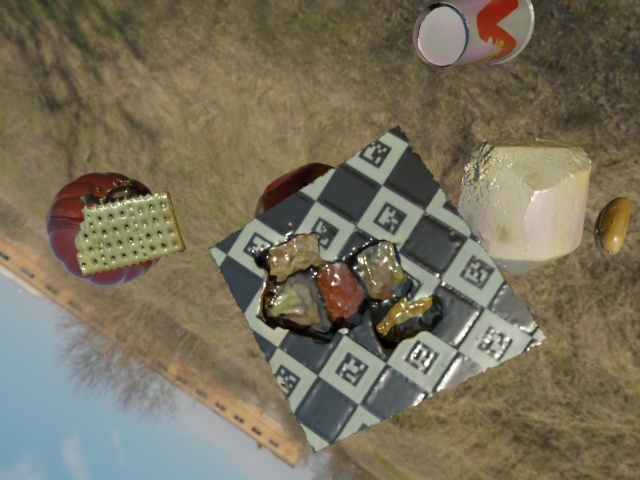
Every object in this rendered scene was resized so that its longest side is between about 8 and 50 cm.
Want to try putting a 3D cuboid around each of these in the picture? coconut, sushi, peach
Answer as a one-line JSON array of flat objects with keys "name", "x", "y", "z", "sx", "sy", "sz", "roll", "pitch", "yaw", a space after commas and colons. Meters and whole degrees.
[{"name": "coconut", "x": 0.457, "y": -0.073, "z": 1.331, "sx": 0.298, "sy": 0.298, "sz": 0.309, "roll": 19, "pitch": 114, "yaw": 47}, {"name": "sushi", "x": 0.056, "y": 0.058, "z": 0.693, "sx": 0.293, "sy": 0.292, "sz": 0.059, "roll": 61, "pitch": -172, "yaw": 10}, {"name": "peach", "x": 0.000, "y": 0.000, "z": 1.180, "sx": 0.281, "sy": 0.281, "sz": 0.338, "roll": 49, "pitch": -178, "yaw": -38}]

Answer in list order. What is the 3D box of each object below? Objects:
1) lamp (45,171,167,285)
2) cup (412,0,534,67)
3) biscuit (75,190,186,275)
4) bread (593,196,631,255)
[{"name": "lamp", "x": -0.543, "y": -0.033, "z": 1.487, "sx": 0.303, "sy": 0.303, "sz": 0.257, "roll": 41, "pitch": 137, "yaw": -17}, {"name": "cup", "x": 0.343, "y": -0.484, "z": 1.323, "sx": 0.203, "sy": 0.289, "sz": 0.202, "roll": 20, "pitch": 122, "yaw": 34}, {"name": "biscuit", "x": -0.371, "y": -0.015, "z": 1.098, "sx": 0.016, "sy": 0.204, "sz": 0.143, "roll": -117, "pitch": 17, "yaw": -63}, {"name": "bread", "x": 0.780, "y": -0.042, "z": 1.546, "sx": 0.078, "sy": 0.189, "sz": 0.114, "roll": 14, "pitch": 146, "yaw": 19}]
